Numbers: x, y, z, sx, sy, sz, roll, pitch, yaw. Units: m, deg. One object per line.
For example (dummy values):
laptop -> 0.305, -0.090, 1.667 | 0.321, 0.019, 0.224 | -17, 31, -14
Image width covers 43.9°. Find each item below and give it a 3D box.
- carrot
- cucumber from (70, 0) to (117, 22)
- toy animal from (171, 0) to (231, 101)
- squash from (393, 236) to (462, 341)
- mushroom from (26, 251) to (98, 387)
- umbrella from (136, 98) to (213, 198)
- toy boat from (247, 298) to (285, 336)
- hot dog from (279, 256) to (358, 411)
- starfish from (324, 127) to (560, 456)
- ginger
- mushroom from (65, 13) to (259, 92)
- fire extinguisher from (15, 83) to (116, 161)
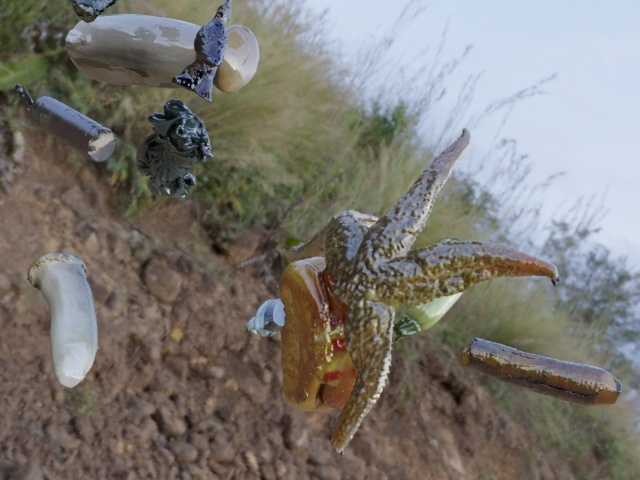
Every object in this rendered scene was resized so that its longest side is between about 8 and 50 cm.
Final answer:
carrot -> 0.366, 0.219, 1.327 | 0.260, 0.070, 0.070 | 16, -10, 4
cucumber -> -0.369, -0.430, 1.363 | 0.053, 0.181, 0.053 | 14, -43, 14
toy animal -> -0.172, -0.305, 1.263 | 0.070, 0.202, 0.105 | 26, -17, -28
squash -> 0.195, 0.098, 1.419 | 0.094, 0.224, 0.094 | 28, -31, 19
mushroom -> -0.341, 0.101, 1.070 | 0.084, 0.071, 0.209 | 48, 12, -49
umbrella -> -0.321, -0.167, 1.691 | 0.143, 0.094, 0.349 | 55, -30, 1
toy boat -> -0.098, 0.144, 1.449 | 0.059, 0.066, 0.140 | 64, 13, -4
hot dog -> 0.022, 0.156, 1.279 | 0.150, 0.256, 0.153 | -4, 4, -42
starfish -> 0.122, 0.050, 1.170 | 0.132, 0.384, 0.398 | 49, 15, -39
ginger -> -0.001, 0.003, 1.438 | 0.173, 0.069, 0.051 | -28, -58, 31
mushroom -> -0.316, -0.359, 1.505 | 0.407, 0.137, 0.154 | 7, -30, 24
fire extinguisher -> -0.541, -0.252, 1.658 | 0.268, 0.072, 0.089 | 29, -25, 29
